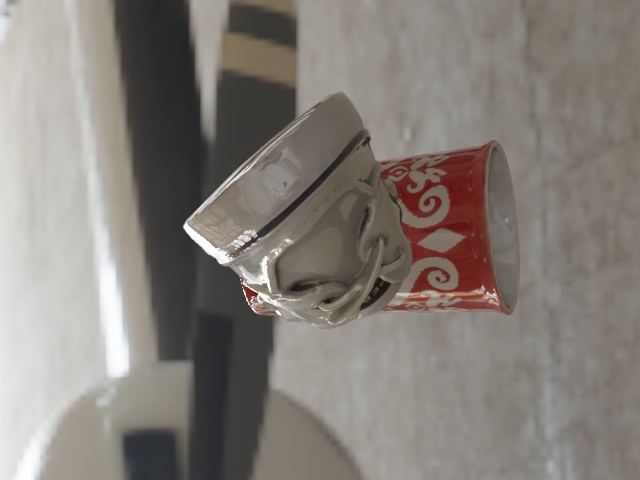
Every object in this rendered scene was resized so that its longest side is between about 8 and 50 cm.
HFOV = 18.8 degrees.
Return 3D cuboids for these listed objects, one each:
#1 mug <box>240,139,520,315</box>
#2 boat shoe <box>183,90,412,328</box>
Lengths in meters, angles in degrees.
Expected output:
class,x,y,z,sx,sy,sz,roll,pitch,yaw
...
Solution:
class,x,y,z,sx,sy,sz,roll,pitch,yaw
mug,0.042,0.004,1.278,0.150,0.169,0.113,45,-138,-68
boat shoe,0.000,0.000,0.921,0.088,0.096,0.267,48,174,4
